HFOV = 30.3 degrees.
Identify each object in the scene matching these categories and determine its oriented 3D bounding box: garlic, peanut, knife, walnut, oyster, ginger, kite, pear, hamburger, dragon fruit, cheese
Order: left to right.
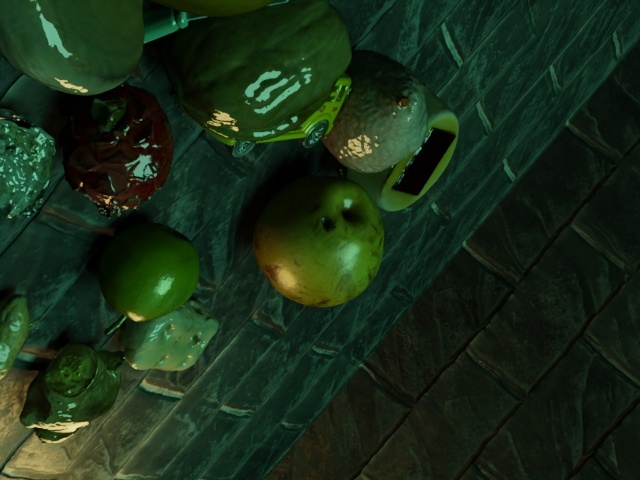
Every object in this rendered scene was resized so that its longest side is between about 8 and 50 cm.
[{"bbox_3d":[-0.462,-0.086,1.556,0.268,0.112,0.198,-14,140,-52],"label":"oyster"},{"bbox_3d":[-0.523,0.163,1.915,0.080,0.080,0.174,-6,129,-61],"label":"peanut"},{"bbox_3d":[-0.489,0.143,2.046,0.078,0.002,0.044,-42,158,-19],"label":"kite"},{"bbox_3d":[-0.340,-0.299,1.451,0.338,0.151,0.196,37,67,-62],"label":"garlic"},{"bbox_3d":[-0.447,0.288,2.209,0.219,0.123,0.270,-50,160,-5],"label":"ginger"},{"bbox_3d":[-0.297,-0.138,1.717,0.172,0.172,0.209,-31,152,-39],"label":"dragon fruit"},{"bbox_3d":[-0.308,0.076,2.052,0.216,0.166,0.180,-65,173,2],"label":"pear"},{"bbox_3d":[-0.305,0.189,2.371,0.159,0.093,0.263,-53,158,5],"label":"cheese"},{"bbox_3d":[-0.168,-0.324,1.640,0.260,0.063,0.034,-13,153,8],"label":"knife"},{"bbox_3d":[-0.098,-0.281,1.751,0.283,0.283,0.227,-42,-175,-18],"label":"walnut"},{"bbox_3d":[0.000,0.000,2.406,0.281,0.281,0.281,-41,158,-21],"label":"pear"},{"bbox_3d":[0.157,-0.203,2.515,0.302,0.170,0.302,-39,152,-25],"label":"hamburger"}]

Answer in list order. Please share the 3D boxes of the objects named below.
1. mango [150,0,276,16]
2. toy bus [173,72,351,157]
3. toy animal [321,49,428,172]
[{"bbox_3d":[-0.154,-0.420,1.438,0.446,0.232,0.300,-8,140,-52],"label":"mango"},{"bbox_3d":[-0.089,-0.245,1.982,0.330,0.144,0.152,-15,141,-58],"label":"toy bus"},{"bbox_3d":[0.086,-0.242,2.191,0.188,0.226,0.358,-33,-177,-21],"label":"toy animal"}]
